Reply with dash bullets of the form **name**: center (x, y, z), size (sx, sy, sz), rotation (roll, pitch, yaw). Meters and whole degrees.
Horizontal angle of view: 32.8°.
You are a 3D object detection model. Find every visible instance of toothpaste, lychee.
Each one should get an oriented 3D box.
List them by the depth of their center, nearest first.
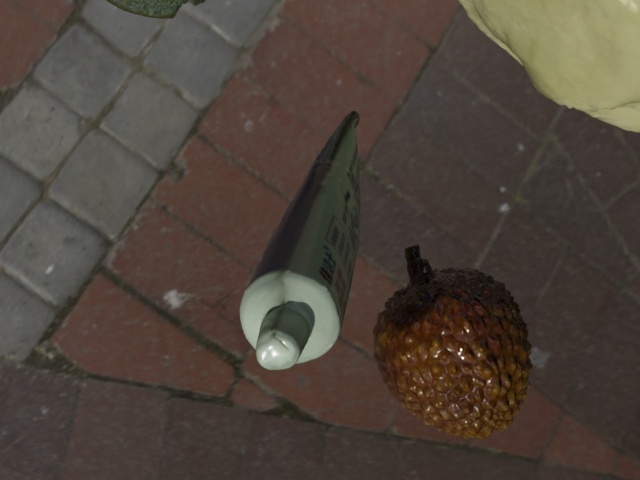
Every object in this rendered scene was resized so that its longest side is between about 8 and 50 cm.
- **toothpaste**: center (-0.001, -0.001, 0.591), size (0.047, 0.268, 0.069), rotation (-17, 108, 15)
- **lychee**: center (0.150, 0.117, 1.269), size (0.200, 0.200, 0.238), rotation (-27, 91, -25)

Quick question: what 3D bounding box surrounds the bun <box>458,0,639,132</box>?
- **bun**: center (0.245, -0.180, 0.780), size (0.364, 0.364, 0.202), rotation (14, 109, -20)

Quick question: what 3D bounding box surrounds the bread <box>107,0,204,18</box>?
- **bread**: center (-0.153, -0.304, 1.155), size (0.110, 0.103, 0.156), rotation (29, 109, -23)
